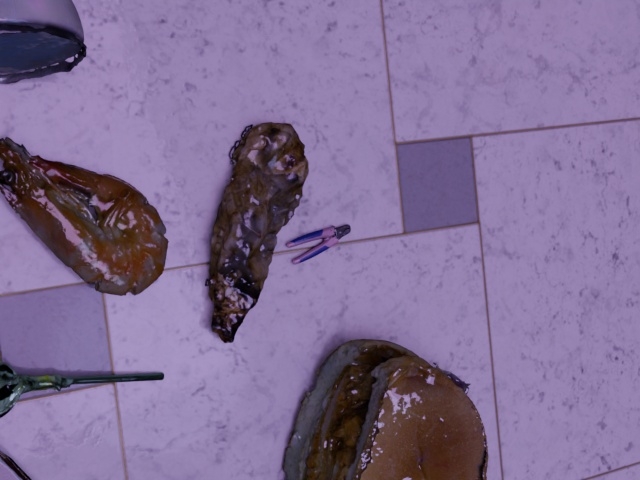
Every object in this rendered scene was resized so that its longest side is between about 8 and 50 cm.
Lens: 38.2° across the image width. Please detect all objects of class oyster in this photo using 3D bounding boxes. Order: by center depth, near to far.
[{"bbox_3d":[-0.095,-0.015,1.378,0.128,0.078,0.345,20,81,-33],"label":"oyster"}]

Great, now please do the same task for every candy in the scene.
[{"bbox_3d":[-0.357,0.201,1.266,0.305,0.083,0.091,3,89,-33],"label":"candy"}]

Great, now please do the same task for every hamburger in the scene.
[{"bbox_3d":[0.114,0.329,1.418,0.276,0.195,0.318,25,84,-27],"label":"hamburger"}]

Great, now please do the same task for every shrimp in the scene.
[{"bbox_3d":[-0.331,-0.045,1.272,0.294,0.062,0.154,44,62,-23],"label":"shrimp"}]

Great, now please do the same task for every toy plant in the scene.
[{"bbox_3d":[-0.427,-0.377,1.136,0.247,0.247,0.332,-8,89,-25],"label":"toy plant"}]

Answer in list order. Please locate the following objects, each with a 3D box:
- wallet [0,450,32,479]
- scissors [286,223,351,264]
[{"bbox_3d":[-0.438,0.365,1.249,0.122,0.031,0.232,-41,106,-14],"label":"wallet"},{"bbox_3d":[0.000,0.000,1.450,0.113,0.012,0.039,-25,103,-22],"label":"scissors"}]
